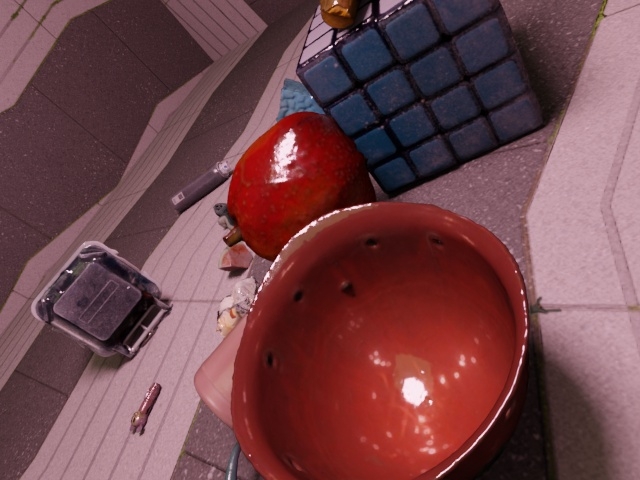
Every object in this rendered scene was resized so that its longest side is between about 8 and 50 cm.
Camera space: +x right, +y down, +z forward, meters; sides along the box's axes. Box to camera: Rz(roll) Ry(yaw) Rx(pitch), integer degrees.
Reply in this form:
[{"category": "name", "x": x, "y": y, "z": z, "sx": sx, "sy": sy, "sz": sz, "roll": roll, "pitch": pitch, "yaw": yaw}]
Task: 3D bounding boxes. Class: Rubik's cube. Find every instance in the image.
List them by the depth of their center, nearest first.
[{"category": "Rubik's cube", "x": 0.195, "y": -0.364, "z": 0.851, "sx": 0.336, "sy": 0.344, "sz": 0.344, "roll": -24, "pitch": 38, "yaw": 30}]

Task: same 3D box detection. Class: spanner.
[{"category": "spanner", "x": -0.262, "y": -0.071, "z": 1.285, "sx": 0.096, "sy": 0.040, "sz": 0.324, "roll": -51, "pitch": 36, "yaw": -10}]

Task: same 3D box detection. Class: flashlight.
[{"category": "flashlight", "x": -0.402, "y": 0.379, "z": 0.963, "sx": 0.052, "sy": 0.031, "sz": 0.111, "roll": -12, "pitch": 46, "yaw": 39}]

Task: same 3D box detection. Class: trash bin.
[{"category": "trash bin", "x": -0.638, "y": 0.171, "z": 1.267, "sx": 0.256, "sy": 0.296, "sz": 0.367, "roll": -57, "pitch": 22, "yaw": -15}]

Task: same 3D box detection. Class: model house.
[{"category": "model house", "x": -0.012, "y": -0.319, "z": 1.199, "sx": 0.261, "sy": 0.240, "sz": 0.226, "roll": -94, "pitch": 13, "yaw": -62}]

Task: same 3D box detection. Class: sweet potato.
[{"category": "sweet potato", "x": 0.042, "y": -0.441, "z": 0.721, "sx": 0.077, "sy": 0.077, "sz": 0.244, "roll": -17, "pitch": 45, "yaw": 34}]

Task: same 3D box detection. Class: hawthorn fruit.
[{"category": "hawthorn fruit", "x": -0.048, "y": -0.077, "z": 0.801, "sx": 0.307, "sy": 0.265, "sz": 0.265, "roll": -39, "pitch": 33, "yaw": -7}]

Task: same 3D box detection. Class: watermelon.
[{"category": "watermelon", "x": -0.225, "y": 0.054, "z": 1.100, "sx": 0.072, "sy": 0.084, "sz": 0.092, "roll": 50, "pitch": 132, "yaw": 36}]

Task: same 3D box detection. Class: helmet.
[{"category": "helmet", "x": 0.087, "y": 0.147, "z": 0.522, "sx": 0.337, "sy": 0.230, "sz": 0.385, "roll": -39, "pitch": 32, "yaw": 1}]

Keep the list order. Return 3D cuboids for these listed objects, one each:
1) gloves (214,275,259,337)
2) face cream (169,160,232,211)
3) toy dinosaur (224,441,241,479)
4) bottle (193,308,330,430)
[{"category": "gloves", "x": -0.182, "y": 0.148, "z": 0.946, "sx": 0.114, "sy": 0.070, "sz": 0.153, "roll": -43, "pitch": 27, "yaw": 18}, {"category": "face cream", "x": -0.449, "y": -0.209, "z": 1.595, "sx": 0.283, "sy": 0.073, "sz": 0.073, "roll": -31, "pitch": 36, "yaw": 20}, {"category": "toy dinosaur", "x": -0.122, "y": 0.501, "z": 0.510, "sx": 0.330, "sy": 0.129, "sz": 0.384, "roll": 24, "pitch": 71, "yaw": 43}, {"category": "bottle", "x": -0.056, "y": 0.165, "z": 0.718, "sx": 0.297, "sy": 0.173, "sz": 0.206, "roll": -52, "pitch": 1, "yaw": -11}]
